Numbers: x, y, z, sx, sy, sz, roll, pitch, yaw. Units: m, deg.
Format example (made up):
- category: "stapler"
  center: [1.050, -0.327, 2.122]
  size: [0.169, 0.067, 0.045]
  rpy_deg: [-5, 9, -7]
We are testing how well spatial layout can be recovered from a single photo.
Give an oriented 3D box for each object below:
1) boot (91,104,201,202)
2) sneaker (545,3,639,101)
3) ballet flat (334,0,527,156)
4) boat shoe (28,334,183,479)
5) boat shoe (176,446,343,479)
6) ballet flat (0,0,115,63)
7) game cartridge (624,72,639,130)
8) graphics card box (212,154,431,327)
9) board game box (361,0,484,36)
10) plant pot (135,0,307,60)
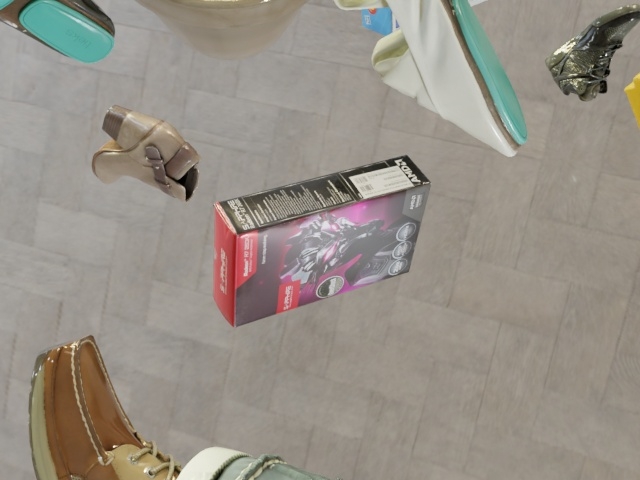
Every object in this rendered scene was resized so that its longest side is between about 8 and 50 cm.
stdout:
- category: "boot"
  center: [-0.143, -0.061, 0.663]
  size: [0.087, 0.118, 0.042]
  rpy_deg: [34, 61, 1]
- category: "sneaker"
  center: [0.544, -0.353, 1.536]
  size: [0.227, 0.087, 0.130]
  rpy_deg: [-38, 65, 51]
- category: "ballet flat"
  center: [0.090, -0.246, 0.824]
  size: [0.139, 0.139, 0.400]
  rpy_deg: [-22, 120, 18]
- category: "boat shoe"
  center: [-0.184, 0.248, 0.769]
  size: [0.120, 0.122, 0.324]
  rpy_deg: [-14, 94, 5]
- category: "boat shoe"
  center: [-0.039, 0.255, 0.339]
  size: [0.099, 0.116, 0.319]
  rpy_deg: [2, 68, 21]
- category: "ballet flat"
  center: [-0.330, -0.278, 0.849]
  size: [0.095, 0.280, 0.096]
  rpy_deg: [-31, 70, 10]
- category: "game cartridge"
  center: [0.595, -0.109, 1.117]
  size: [0.052, 0.285, 0.324]
  rpy_deg: [-32, 106, -18]
- category: "graphics card box"
  center: [0.000, 0.000, 1.384]
  size: [0.094, 0.371, 0.233]
  rpy_deg: [54, 150, 37]
- category: "board game box"
  center: [0.207, -0.552, 1.392]
  size: [0.086, 0.308, 0.302]
  rpy_deg: [36, 143, 43]
- category: "plant pot"
  center: [-0.128, -0.380, 1.031]
  size: [0.323, 0.280, 0.323]
  rpy_deg: [1, 77, -5]
